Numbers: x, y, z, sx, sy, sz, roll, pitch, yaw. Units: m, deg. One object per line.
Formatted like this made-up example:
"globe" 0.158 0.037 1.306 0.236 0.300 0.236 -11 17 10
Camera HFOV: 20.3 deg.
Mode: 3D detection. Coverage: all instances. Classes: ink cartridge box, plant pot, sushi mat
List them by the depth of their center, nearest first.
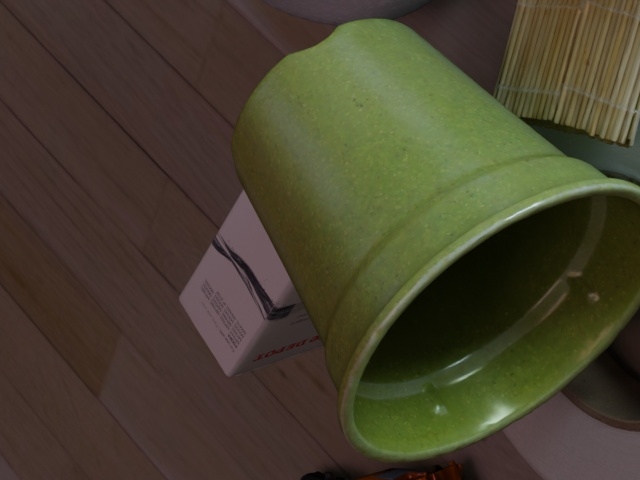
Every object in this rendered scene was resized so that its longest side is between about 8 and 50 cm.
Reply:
"sushi mat" 0.216 -0.233 1.320 0.151 0.019 0.317 22 100 52
"plant pot" 0.069 -0.019 1.327 0.254 0.276 0.276 52 135 32
"ink cartridge box" 0.000 0.000 1.597 0.100 0.172 0.237 54 136 21

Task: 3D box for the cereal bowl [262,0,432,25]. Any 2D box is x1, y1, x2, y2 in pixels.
"cereal bowl" -0.031 -0.305 1.452 0.339 0.141 0.339 30 150 20

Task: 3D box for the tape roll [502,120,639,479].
"tape roll" 0.250 0.041 1.393 0.392 0.072 0.392 21 118 47

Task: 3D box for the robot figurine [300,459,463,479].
"robot figurine" 0.049 0.313 1.710 0.291 0.085 0.211 -29 80 48
